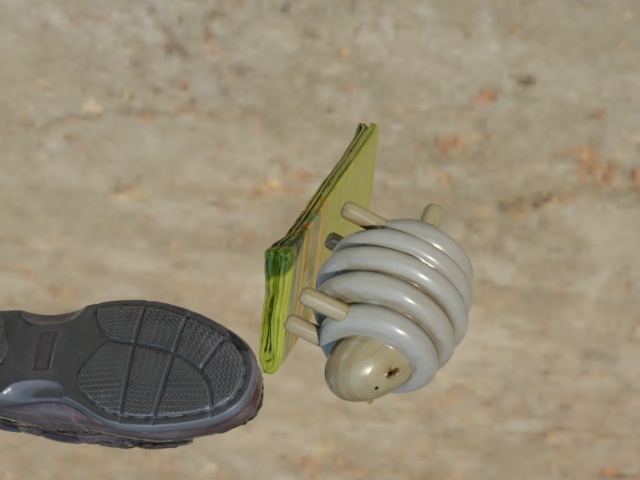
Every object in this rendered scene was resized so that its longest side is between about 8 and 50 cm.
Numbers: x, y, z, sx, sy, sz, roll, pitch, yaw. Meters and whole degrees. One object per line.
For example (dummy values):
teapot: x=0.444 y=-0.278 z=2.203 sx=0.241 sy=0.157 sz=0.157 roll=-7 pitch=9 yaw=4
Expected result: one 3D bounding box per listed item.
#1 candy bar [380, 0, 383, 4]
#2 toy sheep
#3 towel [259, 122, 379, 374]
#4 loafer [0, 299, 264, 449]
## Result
candy bar: x=0.070 y=-0.161 z=0.859 sx=0.018 sy=0.161 sz=0.040 roll=15 pitch=126 yaw=34
toy sheep: x=0.036 y=0.029 z=0.932 sx=0.091 sy=0.132 sz=0.091 roll=19 pitch=148 yaw=12
towel: x=0.000 y=0.000 z=1.330 sx=0.021 sy=0.237 sz=0.102 roll=14 pitch=119 yaw=11
loafer: x=-0.173 y=0.111 z=1.408 sx=0.302 sy=0.109 sz=0.095 roll=2 pitch=150 yaw=24
